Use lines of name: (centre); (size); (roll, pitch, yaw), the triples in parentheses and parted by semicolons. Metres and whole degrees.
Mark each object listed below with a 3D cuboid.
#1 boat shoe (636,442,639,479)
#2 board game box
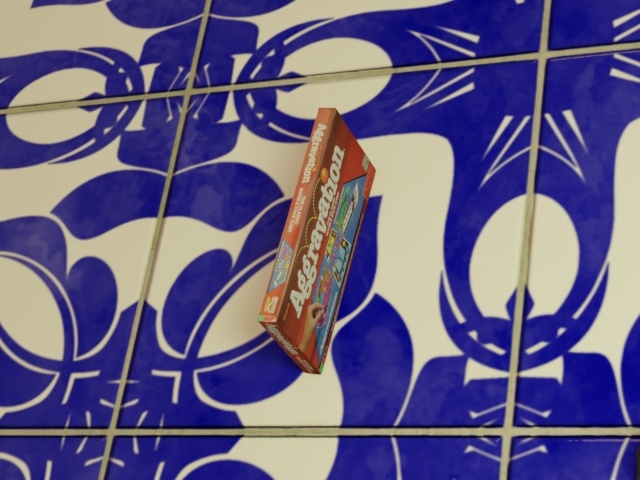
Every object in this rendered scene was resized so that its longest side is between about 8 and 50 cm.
boat shoe: (0.433, 0.295, 1.397); (0.112, 0.095, 0.335); (-20, 50, -32)
board game box: (0.000, 0.000, 1.726); (0.027, 0.145, 0.281); (2, 63, 27)
